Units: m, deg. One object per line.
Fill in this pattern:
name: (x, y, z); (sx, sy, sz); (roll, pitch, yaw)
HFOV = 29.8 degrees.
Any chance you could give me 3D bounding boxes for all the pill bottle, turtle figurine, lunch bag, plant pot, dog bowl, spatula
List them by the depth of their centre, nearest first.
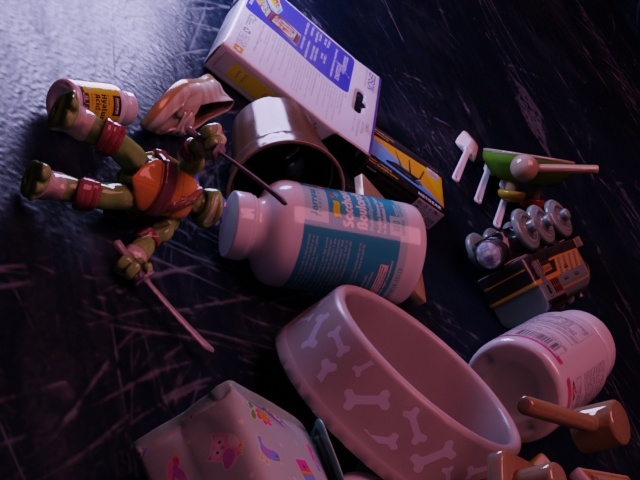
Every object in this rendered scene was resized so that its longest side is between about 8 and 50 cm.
lunch bag: (-0.042, 0.294, 1.253); (0.262, 0.160, 0.223); (38, 21, -52)
turtle figurine: (-0.201, -0.058, 1.439); (0.266, 0.198, 0.274); (22, 34, -30)
dog bowl: (0.108, 0.192, 1.522); (0.349, 0.102, 0.349); (37, 12, -10)
pill bottle: (-0.299, -0.178, 1.589); (0.116, 0.065, 0.065); (-3, 55, -53)
pill bottle: (0.000, 0.000, 1.638); (0.264, 0.146, 0.146); (10, 42, -20)
plant pot: (-0.061, -0.114, 1.739); (0.167, 0.167, 0.165); (29, 25, -28)
pill bottle: (0.350, 0.200, 1.865); (0.160, 0.160, 0.283); (54, 30, 13)
spatula: (0.319, -0.121, 2.369); (0.168, 0.019, 0.242); (48, 30, -9)

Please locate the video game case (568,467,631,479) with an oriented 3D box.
video game case: (0.485, 0.434, 1.815); (0.227, 0.026, 0.206); (21, 26, -54)

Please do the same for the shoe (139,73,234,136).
shoe: (-0.188, -0.192, 1.738); (0.058, 0.076, 0.219); (42, 27, 3)

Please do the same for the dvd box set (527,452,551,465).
dvd box set: (0.312, 0.489, 1.563); (0.307, 0.062, 0.420); (49, 29, 5)

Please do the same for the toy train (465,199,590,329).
toy train: (0.379, 0.042, 2.137); (0.334, 0.142, 0.190); (-14, 76, -59)

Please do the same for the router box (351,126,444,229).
router box: (0.133, -0.115, 2.087); (0.179, 0.046, 0.133); (33, 32, -23)

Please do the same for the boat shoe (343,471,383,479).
boat shoe: (0.090, 0.399, 1.339); (0.301, 0.108, 0.102); (60, 21, 10)

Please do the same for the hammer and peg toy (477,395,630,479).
hammer and peg toy: (0.268, 0.343, 1.384); (0.266, 0.127, 0.361); (31, 50, -39)

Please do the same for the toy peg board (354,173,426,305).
toy peg board: (0.081, 0.012, 1.856); (0.160, 0.079, 0.161); (47, 26, -33)

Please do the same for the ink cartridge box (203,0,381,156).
ink cartridge box: (-0.038, -0.289, 2.065); (0.307, 0.072, 0.303); (39, 29, -17)

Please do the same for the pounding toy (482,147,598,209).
pounding toy: (0.408, -0.112, 2.340); (0.183, 0.110, 0.237); (7, 6, -14)

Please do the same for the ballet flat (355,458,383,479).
ballet flat: (0.071, 0.316, 1.496); (0.041, 0.041, 0.114); (21, 38, -37)
